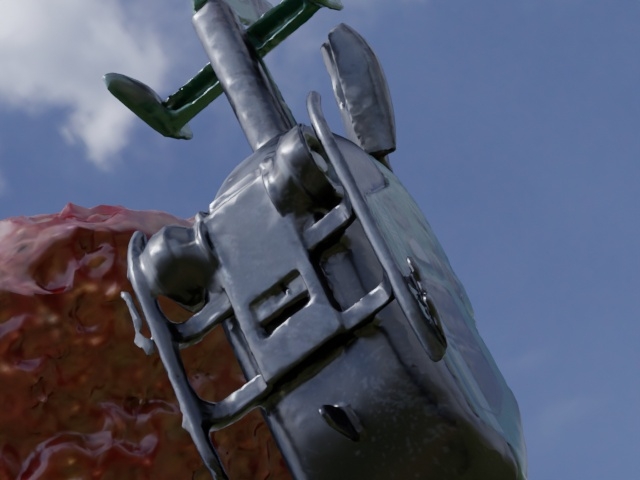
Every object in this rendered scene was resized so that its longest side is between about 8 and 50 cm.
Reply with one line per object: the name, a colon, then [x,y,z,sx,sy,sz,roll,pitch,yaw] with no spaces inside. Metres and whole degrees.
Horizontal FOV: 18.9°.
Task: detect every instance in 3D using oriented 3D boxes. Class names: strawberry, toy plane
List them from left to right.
strawberry: [-0.097,0.117,0.989,0.351,0.267,0.312,-18,-42,-3]
toy plane: [0.000,0.000,0.751,0.106,0.381,0.155,-39,-35,16]
